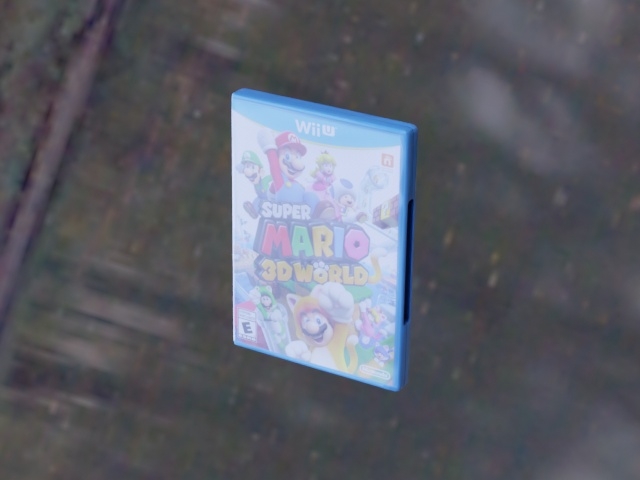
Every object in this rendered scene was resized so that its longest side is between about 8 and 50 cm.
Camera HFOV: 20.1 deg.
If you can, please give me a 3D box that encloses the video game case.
[{"bbox_3d":[0.000,0.000,1.070,0.015,0.119,0.166,-33,-49,-52],"label":"video game case"}]
